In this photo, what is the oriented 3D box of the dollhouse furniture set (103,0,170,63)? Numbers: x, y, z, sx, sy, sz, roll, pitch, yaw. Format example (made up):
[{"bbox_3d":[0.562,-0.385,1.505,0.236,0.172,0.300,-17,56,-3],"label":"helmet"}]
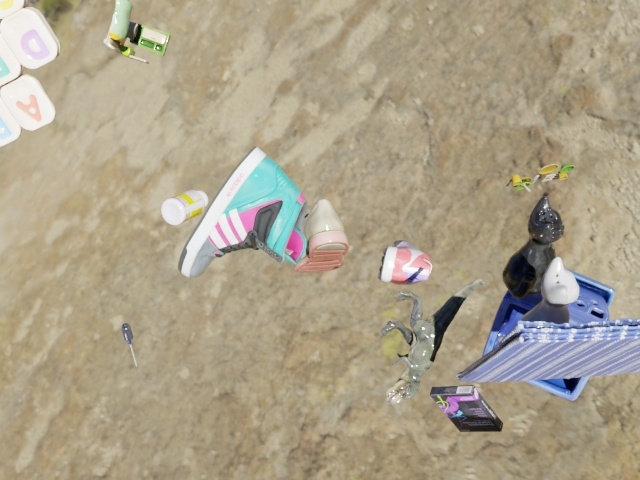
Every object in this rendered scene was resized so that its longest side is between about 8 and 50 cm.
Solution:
[{"bbox_3d":[-0.278,-0.316,1.081,0.152,0.058,0.076,-104,33,-83],"label":"dollhouse furniture set"}]

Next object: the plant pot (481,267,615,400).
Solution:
[{"bbox_3d":[0.537,0.189,1.635,0.235,0.236,0.212,23,45,18],"label":"plant pot"}]

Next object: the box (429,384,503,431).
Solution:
[{"bbox_3d":[0.350,0.404,1.684,0.116,0.162,0.029,-13,39,40],"label":"box"}]

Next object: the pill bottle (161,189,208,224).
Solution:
[{"bbox_3d":[-0.213,-0.055,1.121,0.043,0.083,0.044,8,110,22],"label":"pill bottle"}]

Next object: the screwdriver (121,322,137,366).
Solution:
[{"bbox_3d":[-0.450,0.252,1.661,0.170,0.025,0.024,99,151,-45],"label":"screwdriver"}]

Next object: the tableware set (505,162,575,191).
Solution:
[{"bbox_3d":[0.532,-0.152,1.703,0.154,0.104,0.024,-9,69,-9],"label":"tableware set"}]

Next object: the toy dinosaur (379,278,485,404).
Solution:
[{"bbox_3d":[0.175,0.157,1.248,0.118,0.064,0.268,34,100,26],"label":"toy dinosaur"}]

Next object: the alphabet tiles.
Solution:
[{"bbox_3d":[-0.485,-0.244,0.902,0.284,0.278,0.021,-22,26,12],"label":"alphabet tiles"}]

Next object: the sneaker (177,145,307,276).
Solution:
[{"bbox_3d":[-0.118,-0.004,1.231,0.296,0.178,0.124,-52,4,34],"label":"sneaker"}]

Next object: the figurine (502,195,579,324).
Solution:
[{"bbox_3d":[0.381,0.066,1.202,0.092,0.210,0.215,-1,50,3],"label":"figurine"}]

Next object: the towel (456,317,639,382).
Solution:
[{"bbox_3d":[0.390,0.154,1.009,0.243,0.335,0.040,109,157,-63],"label":"towel"}]

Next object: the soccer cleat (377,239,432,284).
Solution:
[{"bbox_3d":[0.220,0.062,1.733,0.116,0.318,0.109,13,94,12],"label":"soccer cleat"}]

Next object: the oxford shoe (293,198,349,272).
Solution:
[{"bbox_3d":[0.000,0.000,2.024,0.397,0.140,0.147,128,137,-68],"label":"oxford shoe"}]
